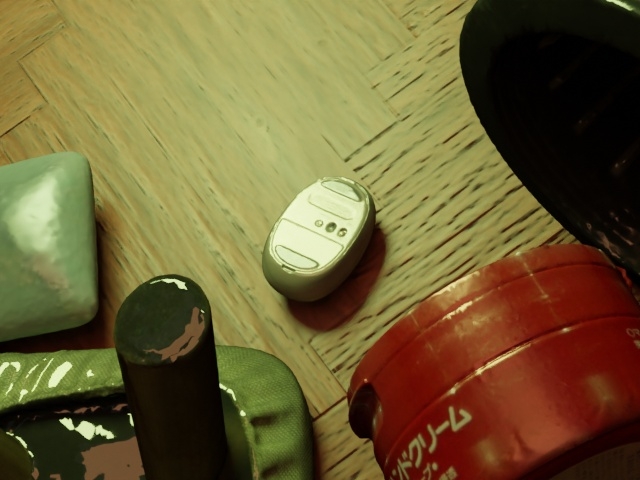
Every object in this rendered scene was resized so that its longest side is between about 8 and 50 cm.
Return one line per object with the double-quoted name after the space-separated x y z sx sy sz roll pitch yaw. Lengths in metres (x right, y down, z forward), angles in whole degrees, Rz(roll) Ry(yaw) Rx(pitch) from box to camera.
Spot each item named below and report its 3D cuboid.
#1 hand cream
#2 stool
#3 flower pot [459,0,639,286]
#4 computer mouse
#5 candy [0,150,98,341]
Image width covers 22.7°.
0.123 0.105 0.952 0.193 0.193 0.125 -30 61 -1 "hand cream"
-0.173 0.182 0.972 0.310 0.226 0.310 -4 65 11 "stool"
0.294 -0.146 0.982 0.293 0.293 0.330 33 69 25 "flower pot"
0.000 0.002 1.116 0.066 0.039 0.096 25 66 23 "computer mouse"
-0.244 0.013 1.153 0.174 0.071 0.138 -12 64 11 "candy"
